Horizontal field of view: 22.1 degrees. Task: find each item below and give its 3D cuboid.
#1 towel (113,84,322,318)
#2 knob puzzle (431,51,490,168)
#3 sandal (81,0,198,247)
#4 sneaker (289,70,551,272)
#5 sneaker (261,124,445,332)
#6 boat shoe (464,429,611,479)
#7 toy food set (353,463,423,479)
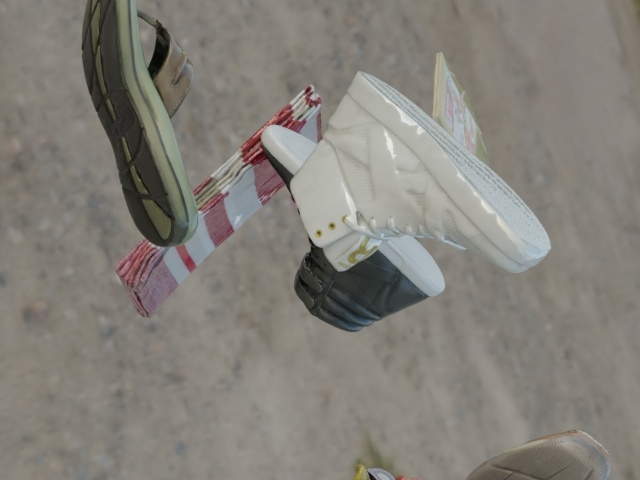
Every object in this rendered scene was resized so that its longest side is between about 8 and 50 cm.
[{"bbox_3d":[-0.116,-0.040,2.039,0.037,0.329,0.237,44,-9,9],"label":"towel"},{"bbox_3d":[0.206,-0.160,2.459,0.213,0.030,0.213,52,28,-42],"label":"knob puzzle"},{"bbox_3d":[-0.167,-0.142,1.626,0.086,0.120,0.303,-13,85,-28],"label":"sandal"},{"bbox_3d":[0.087,-0.019,1.594,0.108,0.169,0.292,20,20,-48],"label":"sneaker"},{"bbox_3d":[0.000,0.000,1.927,0.296,0.147,0.104,44,21,-23],"label":"sneaker"},{"bbox_3d":[0.194,0.287,1.726,0.123,0.324,0.116,47,40,4],"label":"boat shoe"},{"bbox_3d":[0.122,0.351,2.170,0.218,0.071,0.128,31,30,-52],"label":"toy food set"}]
